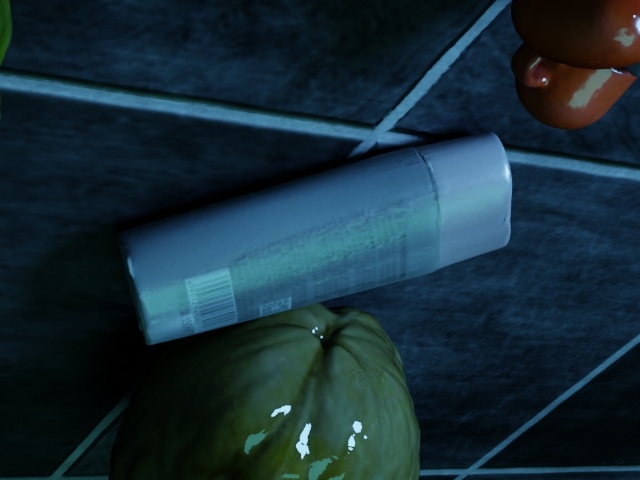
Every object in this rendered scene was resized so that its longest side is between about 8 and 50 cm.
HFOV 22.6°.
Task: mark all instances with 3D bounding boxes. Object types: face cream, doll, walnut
[{"bbox_3d":[0.000,0.000,1.105,0.269,0.073,0.107,-15,144,-8],"label":"face cream"},{"bbox_3d":[0.193,-0.178,0.862,0.161,0.130,0.290,4,129,-52],"label":"doll"},{"bbox_3d":[-0.037,0.160,1.205,0.283,0.227,0.283,-60,175,-8],"label":"walnut"}]

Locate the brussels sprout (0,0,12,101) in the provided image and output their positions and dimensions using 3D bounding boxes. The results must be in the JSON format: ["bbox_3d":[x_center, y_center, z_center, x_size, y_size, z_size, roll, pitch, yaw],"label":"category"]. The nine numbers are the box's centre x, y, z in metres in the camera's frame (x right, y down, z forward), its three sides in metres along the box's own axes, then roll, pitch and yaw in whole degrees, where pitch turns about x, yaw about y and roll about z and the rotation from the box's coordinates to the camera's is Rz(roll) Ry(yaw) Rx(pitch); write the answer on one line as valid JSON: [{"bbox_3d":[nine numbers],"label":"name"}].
[{"bbox_3d":[-0.271,-0.063,0.689,0.259,0.227,0.294,12,114,-34],"label":"brussels sprout"}]
